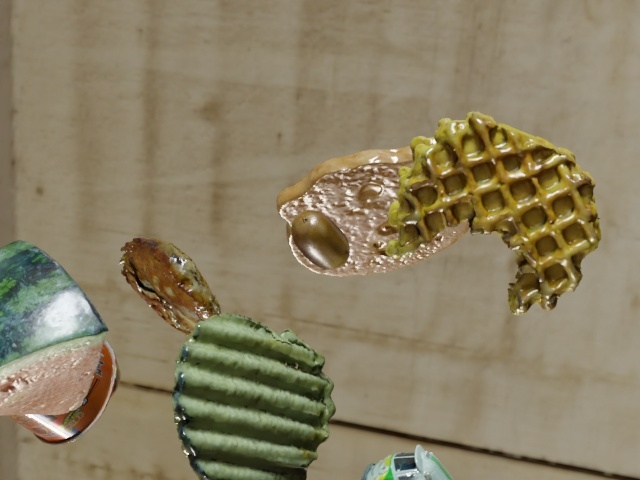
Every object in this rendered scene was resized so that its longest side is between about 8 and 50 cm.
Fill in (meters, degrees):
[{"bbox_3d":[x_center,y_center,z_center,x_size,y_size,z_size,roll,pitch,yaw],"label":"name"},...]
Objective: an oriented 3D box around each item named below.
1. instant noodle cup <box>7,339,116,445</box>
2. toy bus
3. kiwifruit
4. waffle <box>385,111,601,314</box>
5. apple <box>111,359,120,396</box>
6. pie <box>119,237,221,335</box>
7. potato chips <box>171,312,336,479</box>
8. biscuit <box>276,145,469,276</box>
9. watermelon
[{"bbox_3d":[-0.573,0.270,2.208,0.192,0.250,0.250,41,-125,-46],"label":"instant noodle cup"},{"bbox_3d":[0.216,0.543,2.149,0.276,0.164,0.133,53,-166,-4],"label":"toy bus"},{"bbox_3d":[0.000,0.000,1.670,0.124,0.075,0.075,50,-133,-50],"label":"kiwifruit"},{"bbox_3d":[0.272,-0.044,1.651,0.151,0.324,0.261,-84,20,-73],"label":"waffle"},{"bbox_3d":[-0.560,0.297,2.496,0.195,0.173,0.160,64,177,2],"label":"apple"},{"bbox_3d":[-0.317,0.106,2.361,0.085,0.308,0.308,-49,-26,-23],"label":"pie"},{"bbox_3d":[-0.129,0.331,2.049,0.429,0.070,0.359,24,-108,-46],"label":"potato chips"},{"bbox_3d":[0.107,-0.057,2.214,0.365,0.385,0.062,61,-161,-50],"label":"biscuit"},{"bbox_3d":[-0.457,0.188,1.688,0.283,0.292,0.250,-47,21,-10],"label":"watermelon"}]
